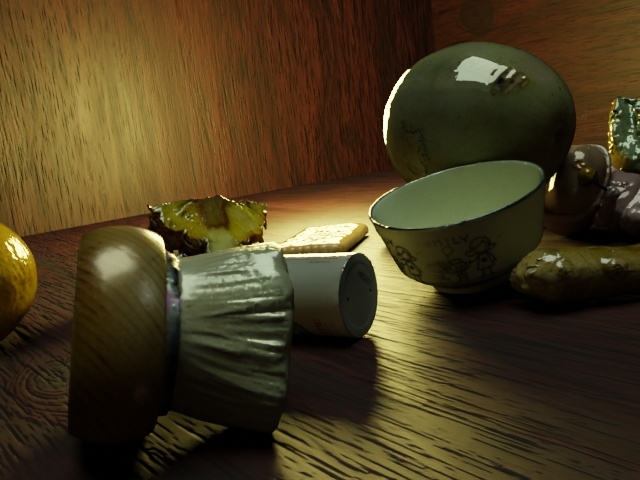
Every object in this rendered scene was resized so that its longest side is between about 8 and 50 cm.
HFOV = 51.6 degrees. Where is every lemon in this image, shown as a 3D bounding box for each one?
[{"bbox_3d":[-0.484,0.059,0.889,0.188,0.189,0.257,-6,10,6],"label":"lemon"}]

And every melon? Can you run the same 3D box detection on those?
[{"bbox_3d":[0.244,-0.187,1.095,0.268,0.269,0.330,-15,23,-40],"label":"melon"}]

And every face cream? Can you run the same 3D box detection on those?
[{"bbox_3d":[-0.047,0.064,0.793,0.214,0.096,0.095,-2,11,31],"label":"face cream"}]

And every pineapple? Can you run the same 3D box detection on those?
[{"bbox_3d":[-0.201,0.021,1.241,0.249,0.164,0.140,-11,-30,-44],"label":"pineapple"}]

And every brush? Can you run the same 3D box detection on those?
[{"bbox_3d":[-0.135,0.085,0.592,0.166,0.175,0.266,3,-11,-20],"label":"brush"}]

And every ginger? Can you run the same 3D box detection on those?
[{"bbox_3d":[0.370,0.032,0.756,0.298,0.065,0.118,-5,-3,12],"label":"ginger"}]

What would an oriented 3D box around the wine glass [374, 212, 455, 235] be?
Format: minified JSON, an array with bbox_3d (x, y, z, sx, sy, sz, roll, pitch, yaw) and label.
[{"bbox_3d":[0.099,-0.002,1.137,0.264,0.096,0.309,-14,11,-9],"label":"wine glass"}]

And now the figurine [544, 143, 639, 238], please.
[{"bbox_3d":[0.470,-0.085,1.090,0.287,0.186,0.176,23,71,42],"label":"figurine"}]

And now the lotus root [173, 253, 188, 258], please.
[{"bbox_3d":[-0.301,0.056,1.088,0.190,0.095,0.108,-2,41,-51],"label":"lotus root"}]

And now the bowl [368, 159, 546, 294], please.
[{"bbox_3d":[0.195,-0.012,0.890,0.237,0.127,0.238,-18,18,6],"label":"bowl"}]

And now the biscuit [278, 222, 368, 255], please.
[{"bbox_3d":[0.000,-0.001,1.349,0.160,0.030,0.249,-4,10,18],"label":"biscuit"}]

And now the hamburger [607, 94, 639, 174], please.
[{"bbox_3d":[0.630,-0.144,1.244,0.167,0.288,0.192,3,57,28],"label":"hamburger"}]
